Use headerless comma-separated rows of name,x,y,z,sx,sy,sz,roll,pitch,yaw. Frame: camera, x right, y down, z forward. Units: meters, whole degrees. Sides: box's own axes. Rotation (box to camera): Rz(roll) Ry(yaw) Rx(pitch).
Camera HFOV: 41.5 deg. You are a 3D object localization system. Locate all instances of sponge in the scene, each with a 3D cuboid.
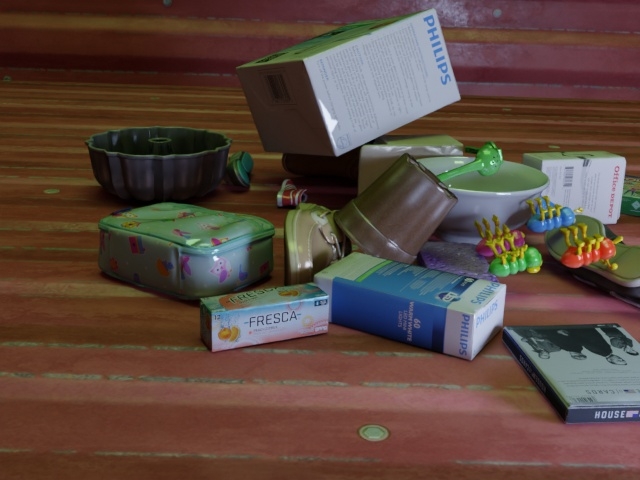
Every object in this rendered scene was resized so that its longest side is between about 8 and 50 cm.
sponge,0.236,0.048,1.490,0.117,0.031,0.210,2,17,-2

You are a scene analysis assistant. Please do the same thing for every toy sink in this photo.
toy sink,0.185,-0.154,1.898,0.234,0.153,0.131,-3,19,-11

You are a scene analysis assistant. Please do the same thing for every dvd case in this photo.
dvd case,0.368,0.172,1.136,0.179,0.029,0.238,0,19,-7

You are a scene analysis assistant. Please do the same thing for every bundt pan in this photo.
bundt pan,-0.366,-0.171,1.936,0.331,0.124,0.331,2,18,-1

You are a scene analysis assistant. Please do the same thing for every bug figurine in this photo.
bug figurine,0.378,0.001,1.450,0.216,0.072,0.279,-13,18,2

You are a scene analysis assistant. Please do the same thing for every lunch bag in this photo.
lunch bag,-0.228,0.005,1.446,0.279,0.108,0.224,14,22,31

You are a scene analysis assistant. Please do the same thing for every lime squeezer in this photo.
lime squeezer,0.311,-0.154,1.676,0.110,0.059,0.310,-25,7,27

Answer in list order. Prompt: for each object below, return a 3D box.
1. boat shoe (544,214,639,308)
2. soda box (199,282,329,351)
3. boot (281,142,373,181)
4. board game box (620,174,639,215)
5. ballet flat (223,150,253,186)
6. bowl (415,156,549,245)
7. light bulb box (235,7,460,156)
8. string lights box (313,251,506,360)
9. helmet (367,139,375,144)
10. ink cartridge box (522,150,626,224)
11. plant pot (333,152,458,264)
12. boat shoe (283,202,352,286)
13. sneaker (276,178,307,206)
boat shoe,0.496,0.044,1.470,0.112,0.095,0.335,-36,19,-1
soda box,-0.081,0.109,1.224,0.183,0.063,0.058,-7,21,-25
boot,0.065,-0.175,2.058,0.283,0.109,0.220,3,21,-21
board game box,0.689,-0.117,2.006,0.317,0.046,0.213,12,22,27
ballet flat,-0.205,-0.164,2.046,0.068,0.072,0.213,-24,16,9
bowl,0.302,-0.074,1.698,0.298,0.134,0.298,1,19,0
light bulb box,0.059,-0.365,1.965,0.361,0.225,0.358,-27,20,-25
string lights box,0.132,0.092,1.276,0.260,0.077,0.133,13,22,29
helmet,0.080,-0.279,2.245,0.169,0.169,0.161,18,41,39
ink cartridge box,0.536,-0.111,1.811,0.203,0.148,0.086,-3,17,-17
plant pot,0.137,-0.052,1.460,0.167,0.165,0.167,39,13,-10
boat shoe,0.000,0.000,1.466,0.110,0.121,0.341,3,17,5
sneaker,-0.057,-0.106,1.898,0.067,0.042,0.118,1,26,8
